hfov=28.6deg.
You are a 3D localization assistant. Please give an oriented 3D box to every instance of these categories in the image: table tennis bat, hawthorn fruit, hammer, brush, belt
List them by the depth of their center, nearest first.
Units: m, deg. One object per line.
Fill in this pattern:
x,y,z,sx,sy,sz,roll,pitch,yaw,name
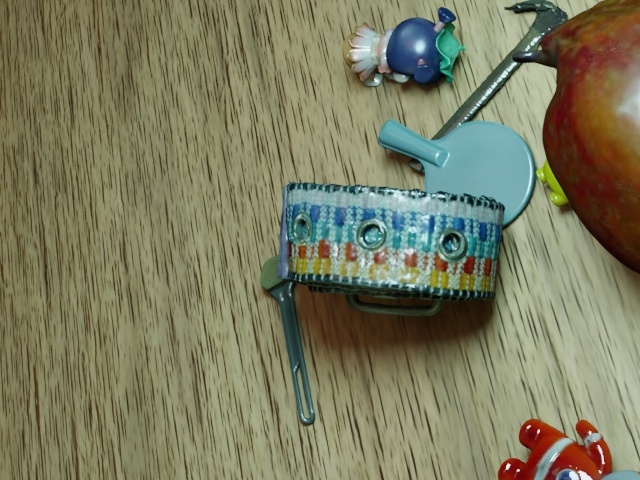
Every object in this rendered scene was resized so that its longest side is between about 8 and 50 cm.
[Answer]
0.400,-0.122,1.376,0.308,0.308,0.325,-29,70,26,hawthorn fruit
0.082,0.014,1.595,0.294,0.207,0.161,4,90,7,belt
0.178,-0.103,1.696,0.244,0.040,0.153,29,94,31,table tennis bat
0.227,-0.207,1.732,0.297,0.027,0.125,-50,49,10,hammer
-0.042,0.137,1.793,0.062,0.027,0.266,-30,55,26,brush

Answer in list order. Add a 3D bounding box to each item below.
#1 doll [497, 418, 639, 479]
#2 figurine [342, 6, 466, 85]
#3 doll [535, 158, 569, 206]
0.310,0.291,1.417,0.245,0.076,0.142,29,91,46,doll
0.116,-0.264,1.793,0.195,0.102,0.112,2,75,38,figurine
0.348,-0.109,1.568,0.162,0.062,0.106,-37,57,19,doll
